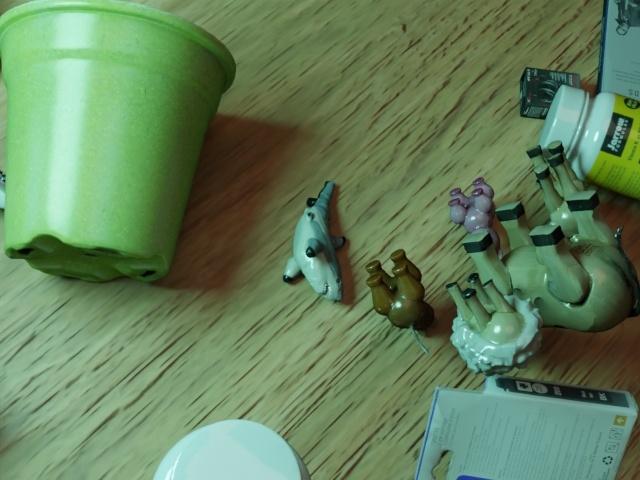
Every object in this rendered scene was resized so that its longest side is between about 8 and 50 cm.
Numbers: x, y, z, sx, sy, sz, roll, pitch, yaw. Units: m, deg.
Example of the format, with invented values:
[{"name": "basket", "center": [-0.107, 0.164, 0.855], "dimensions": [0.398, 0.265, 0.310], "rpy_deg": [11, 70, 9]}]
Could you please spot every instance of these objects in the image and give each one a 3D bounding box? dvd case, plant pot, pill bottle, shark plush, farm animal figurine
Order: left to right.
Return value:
[{"name": "plant pot", "center": [-0.245, -0.093, 1.161], "dimensions": [0.276, 0.276, 0.254], "rpy_deg": [6, 75, -4]}, {"name": "pill bottle", "center": [-0.085, 0.259, 0.980], "dimensions": [0.152, 0.272, 0.152], "rpy_deg": [3, 63, -5]}, {"name": "shark plush", "center": [0.000, 0.000, 1.258], "dimensions": [0.067, 0.073, 0.161], "rpy_deg": [20, 40, -18]}, {"name": "farm animal figurine", "center": [0.236, 0.037, 1.153], "dimensions": [0.330, 0.327, 0.172], "rpy_deg": [-34, 106, -17]}, {"name": "pill bottle", "center": [0.387, -0.117, 1.306], "dimensions": [0.208, 0.119, 0.119], "rpy_deg": [18, 63, 3]}, {"name": "dvd case", "center": [0.476, -0.257, 1.434], "dimensions": [0.179, 0.029, 0.239], "rpy_deg": [13, 64, -1]}]

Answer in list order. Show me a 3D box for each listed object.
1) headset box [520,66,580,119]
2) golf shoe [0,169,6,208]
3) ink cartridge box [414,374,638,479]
[{"name": "headset box", "center": [0.310, -0.193, 1.382], "dimensions": [0.083, 0.032, 0.062], "rpy_deg": [7, 63, -1]}, {"name": "golf shoe", "center": [-0.440, -0.066, 1.222], "dimensions": [0.186, 0.067, 0.086], "rpy_deg": [20, 90, 3]}, {"name": "ink cartridge box", "center": [0.199, 0.238, 1.075], "dimensions": [0.208, 0.206, 0.045], "rpy_deg": [8, 24, -5]}]
